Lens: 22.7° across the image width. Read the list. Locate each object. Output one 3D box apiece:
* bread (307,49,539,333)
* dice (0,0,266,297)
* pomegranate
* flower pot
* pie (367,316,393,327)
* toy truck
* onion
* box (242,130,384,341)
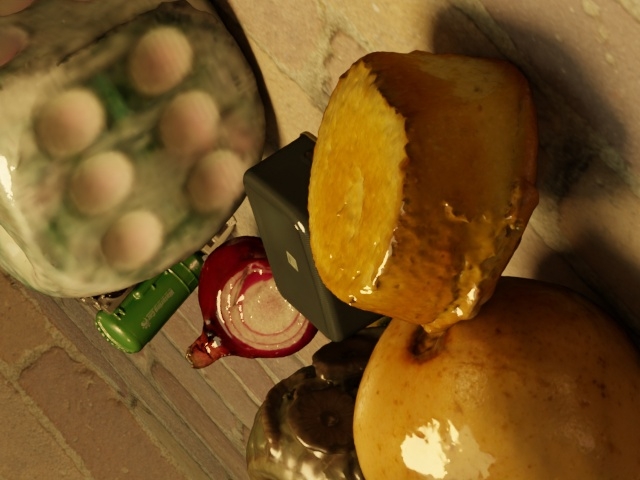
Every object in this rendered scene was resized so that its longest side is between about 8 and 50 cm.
[{"bbox_3d":[0.084,-0.044,1.383,0.268,0.146,0.268,-174,90,-70],"label":"bread"},{"bbox_3d":[-0.288,-0.155,1.865,0.348,0.330,0.328,30,151,42],"label":"dice"},{"bbox_3d":[0.173,0.166,1.481,0.307,0.307,0.307,44,159,21],"label":"pomegranate"},{"bbox_3d":[0.065,0.240,1.733,0.302,0.213,0.302,40,159,19],"label":"flower pot"},{"bbox_3d":[0.130,0.111,1.804,0.323,0.070,0.323,44,158,23],"label":"pie"},{"bbox_3d":[-0.225,0.035,2.204,0.125,0.242,0.101,43,164,-16],"label":"toy truck"},{"bbox_3d":[-0.099,0.089,2.106,0.173,0.198,0.135,49,-169,-4],"label":"onion"},{"bbox_3d":[0.000,0.000,1.704,0.144,0.090,0.201,41,155,44],"label":"box"}]
